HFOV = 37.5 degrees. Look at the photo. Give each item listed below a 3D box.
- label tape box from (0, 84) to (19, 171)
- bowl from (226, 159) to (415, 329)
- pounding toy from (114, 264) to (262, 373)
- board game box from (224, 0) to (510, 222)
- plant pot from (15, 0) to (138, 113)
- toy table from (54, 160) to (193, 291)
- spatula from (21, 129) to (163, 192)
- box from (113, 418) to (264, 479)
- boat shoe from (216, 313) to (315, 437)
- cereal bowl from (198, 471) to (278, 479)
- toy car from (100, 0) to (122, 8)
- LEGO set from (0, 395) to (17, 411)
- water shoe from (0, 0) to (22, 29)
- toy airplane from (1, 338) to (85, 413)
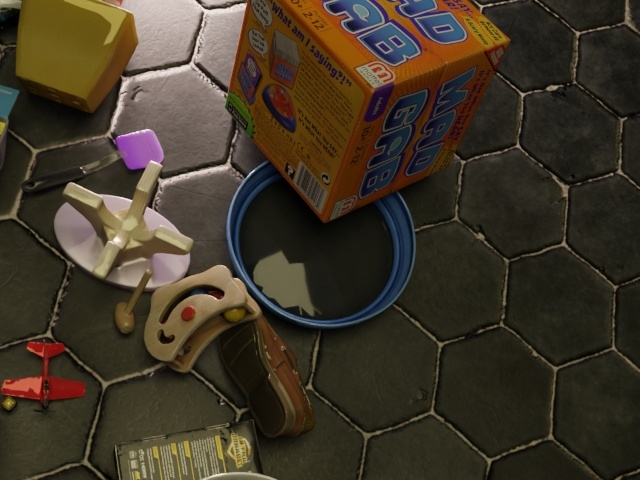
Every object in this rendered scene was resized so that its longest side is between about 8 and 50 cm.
[{"bbox_3d":[-0.744,-0.152,1.788,0.249,0.115,0.348,15,64,-7],"label":"label tape box"},{"bbox_3d":[0.000,0.000,1.927,0.391,0.077,0.391,5,67,-11],"label":"bowl"},{"bbox_3d":[-0.260,0.142,1.738,0.269,0.155,0.154,-21,58,12],"label":"pounding toy"},{"bbox_3d":[0.077,-0.326,1.859,0.356,0.356,0.356,-25,63,-32],"label":"board game box"},{"bbox_3d":[-0.501,-0.376,1.894,0.212,0.212,0.187,18,83,-6],"label":"plant pot"},{"bbox_3d":[-0.375,-0.016,1.796,0.274,0.161,0.252,14,66,-9],"label":"toy table"},{"bbox_3d":[-0.458,-0.150,1.900,0.296,0.030,0.084,-23,77,-21],"label":"spatula"},{"bbox_3d":[-0.218,0.499,1.669,0.257,0.079,0.322,-7,70,-18],"label":"box"},{"bbox_3d":[-0.106,0.238,1.798,0.104,0.110,0.307,10,49,-48],"label":"boat shoe"},{"bbox_3d":[-0.142,0.557,1.544,0.338,0.141,0.339,5,68,-12],"label":"cereal bowl"},{"bbox_3d":[-0.485,-0.599,1.936,0.210,0.219,0.238,18,88,-5],"label":"toy car"},{"bbox_3d":[-0.666,0.309,1.648,0.244,0.060,0.183,11,70,-10],"label":"LEGO set"},{"bbox_3d":[-0.692,-0.454,1.959,0.203,0.073,0.080,-8,97,-17],"label":"water shoe"},{"bbox_3d":[-0.500,0.245,1.719,0.151,0.028,0.151,14,55,-21],"label":"toy airplane"}]
